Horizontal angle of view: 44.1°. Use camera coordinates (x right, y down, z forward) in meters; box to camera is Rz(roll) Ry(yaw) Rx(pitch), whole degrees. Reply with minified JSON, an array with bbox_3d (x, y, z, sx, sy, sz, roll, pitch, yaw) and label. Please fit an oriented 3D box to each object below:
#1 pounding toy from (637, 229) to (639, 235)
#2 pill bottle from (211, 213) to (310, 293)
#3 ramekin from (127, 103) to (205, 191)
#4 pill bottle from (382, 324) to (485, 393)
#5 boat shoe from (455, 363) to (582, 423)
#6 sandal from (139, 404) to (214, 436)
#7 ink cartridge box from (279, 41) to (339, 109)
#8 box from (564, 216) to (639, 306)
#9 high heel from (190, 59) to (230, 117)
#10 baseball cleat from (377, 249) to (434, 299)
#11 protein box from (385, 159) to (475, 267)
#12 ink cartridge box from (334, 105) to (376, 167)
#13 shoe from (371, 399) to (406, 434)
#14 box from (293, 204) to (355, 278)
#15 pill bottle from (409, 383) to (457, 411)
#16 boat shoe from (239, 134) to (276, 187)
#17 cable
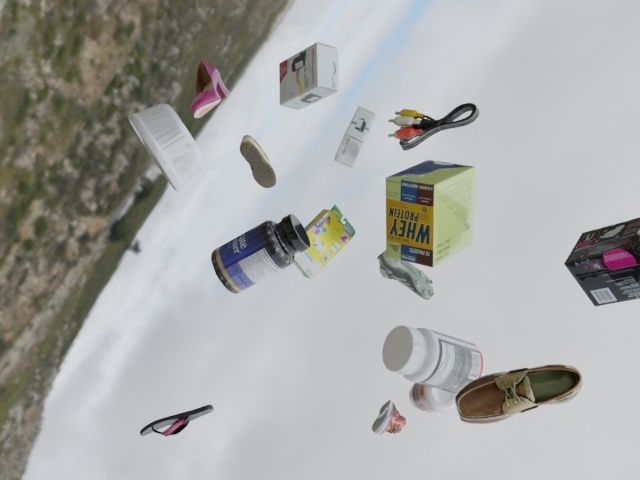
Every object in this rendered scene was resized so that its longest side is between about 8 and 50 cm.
[{"bbox_3d":[0.823,0.021,1.747,0.110,0.237,0.183,-48,-149,13],"label":"pounding toy"},{"bbox_3d":[-0.140,0.028,1.884,0.219,0.123,0.123,-29,-160,12],"label":"pill bottle"},{"bbox_3d":[-0.463,-0.295,2.420,0.127,0.273,0.273,-34,-169,-8],"label":"ramekin"},{"bbox_3d":[0.328,0.346,2.305,0.161,0.283,0.161,-34,-134,44],"label":"pill bottle"},{"bbox_3d":[0.496,0.370,1.968,0.324,0.122,0.120,-16,162,-1],"label":"boat shoe"},{"bbox_3d":[-0.333,0.428,1.841,0.179,0.040,0.067,-17,162,-7],"label":"sandal"},{"bbox_3d":[-0.033,-0.441,2.127,0.175,0.072,0.127,-15,-107,51],"label":"ink cartridge box"},{"bbox_3d":[0.785,0.051,2.010,0.142,0.163,0.247,-48,-165,-33],"label":"box"},{"bbox_3d":[-0.297,-0.383,1.965,0.082,0.117,0.244,-33,-167,25],"label":"high heel"},{"bbox_3d":[0.261,0.110,2.443,0.072,0.206,0.109,-43,-177,-38],"label":"baseball cleat"},{"bbox_3d":[0.266,-0.070,1.913,0.136,0.201,0.200,13,-155,36],"label":"protein box"},{"bbox_3d":[0.093,-0.274,2.092,0.099,0.056,0.135,114,1,-47],"label":"ink cartridge box"},{"bbox_3d":[0.209,0.546,2.354,0.063,0.081,0.178,-42,180,19],"label":"shoe"},{"bbox_3d":[0.000,0.000,2.023,0.179,0.105,0.043,-43,-159,-14],"label":"box"},{"bbox_3d":[0.364,0.495,2.560,0.121,0.121,0.221,-61,-178,-17],"label":"pill bottle"},{"bbox_3d":[-0.130,-0.170,1.685,0.050,0.135,0.045,-16,-136,10],"label":"boat shoe"},{"bbox_3d":[0.333,-0.352,2.393,0.287,0.072,0.139,-6,-123,38],"label":"cable"}]
